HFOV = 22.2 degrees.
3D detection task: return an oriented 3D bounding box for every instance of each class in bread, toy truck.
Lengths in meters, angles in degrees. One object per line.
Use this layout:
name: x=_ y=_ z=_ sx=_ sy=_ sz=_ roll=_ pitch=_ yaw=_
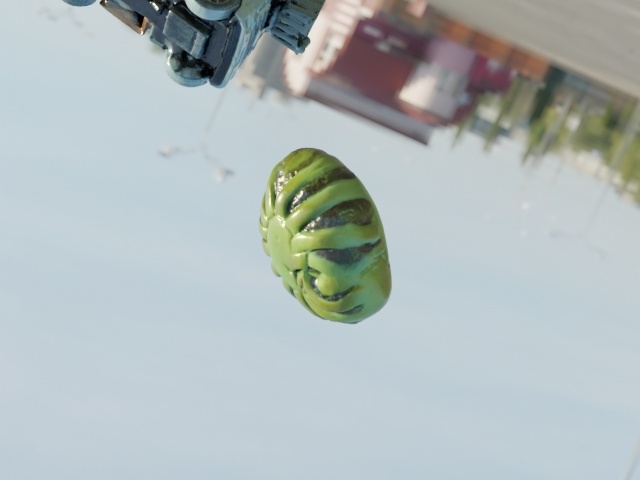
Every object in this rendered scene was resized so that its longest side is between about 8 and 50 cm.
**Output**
bread: x=0.000 y=0.000 z=1.269 sx=0.071 sy=0.139 sz=0.130 roll=-25 pitch=-127 yaw=-24
toy truck: x=-0.149 y=-0.297 z=1.653 sx=0.338 sy=0.184 sz=0.133 roll=37 pitch=145 yaw=7
